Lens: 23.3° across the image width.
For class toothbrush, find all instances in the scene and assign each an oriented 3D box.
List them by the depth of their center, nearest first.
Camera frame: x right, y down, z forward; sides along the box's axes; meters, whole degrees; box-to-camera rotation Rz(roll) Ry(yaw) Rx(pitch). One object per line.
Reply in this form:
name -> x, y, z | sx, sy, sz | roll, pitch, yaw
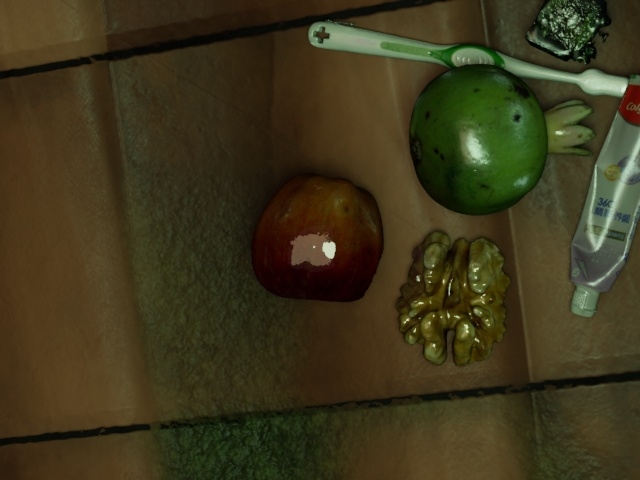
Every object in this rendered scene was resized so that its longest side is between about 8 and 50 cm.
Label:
toothbrush -> 0.180, -0.224, 1.920 | 0.418, 0.040, 0.042 | 12, 99, 15

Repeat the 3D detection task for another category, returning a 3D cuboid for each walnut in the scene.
walnut -> 0.162, 0.076, 1.936 | 0.143, 0.069, 0.170 | 6, 99, 14

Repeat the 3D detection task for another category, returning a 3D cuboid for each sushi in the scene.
sushi -> 0.306, -0.260, 1.877 | 0.085, 0.056, 0.083 | 26, 94, 13

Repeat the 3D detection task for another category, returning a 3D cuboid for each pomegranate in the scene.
pomegranate -> 0.218, -0.123, 1.861 | 0.225, 0.187, 0.187 | -5, 93, -11

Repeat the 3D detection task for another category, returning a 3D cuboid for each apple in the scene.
apple -> -0.004, -0.004, 1.939 | 0.156, 0.147, 0.158 | 10, 97, 36

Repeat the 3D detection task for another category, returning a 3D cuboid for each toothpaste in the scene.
toothpaste -> 0.360, -0.052, 1.879 | 0.075, 0.048, 0.301 | 15, 99, -1
